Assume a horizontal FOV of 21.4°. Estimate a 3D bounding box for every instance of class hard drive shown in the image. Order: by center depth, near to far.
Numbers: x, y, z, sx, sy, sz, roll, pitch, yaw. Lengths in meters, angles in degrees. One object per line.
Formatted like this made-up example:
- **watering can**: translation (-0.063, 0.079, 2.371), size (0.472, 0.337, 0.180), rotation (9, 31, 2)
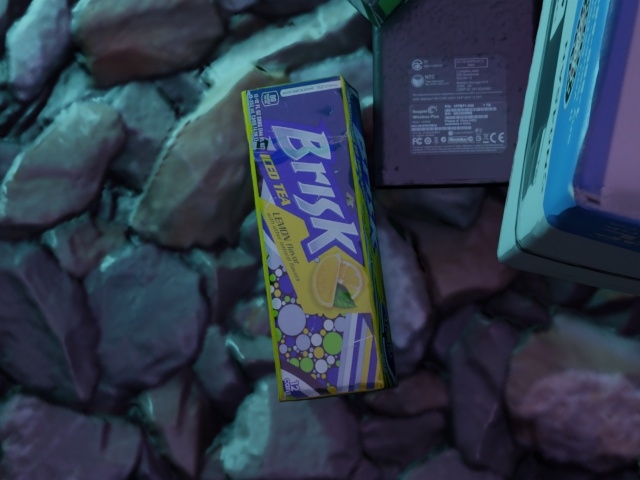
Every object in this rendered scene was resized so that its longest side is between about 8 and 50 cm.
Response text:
- **hard drive**: translation (0.076, -0.097, 0.924), size (0.094, 0.022, 0.135), rotation (-1, 86, 10)

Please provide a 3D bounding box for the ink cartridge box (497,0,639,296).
- **ink cartridge box**: translation (0.187, -0.118, 0.710), size (0.166, 0.395, 0.285), rotation (12, 87, 3)

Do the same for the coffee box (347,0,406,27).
- **coffee box**: translation (0.003, -0.216, 0.922), size (0.113, 0.040, 0.184), rotation (-45, 72, 1)

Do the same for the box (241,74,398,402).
- **box**: translation (0.000, 0.000, 0.913), size (0.059, 0.054, 0.169), rotation (-8, 85, 9)
